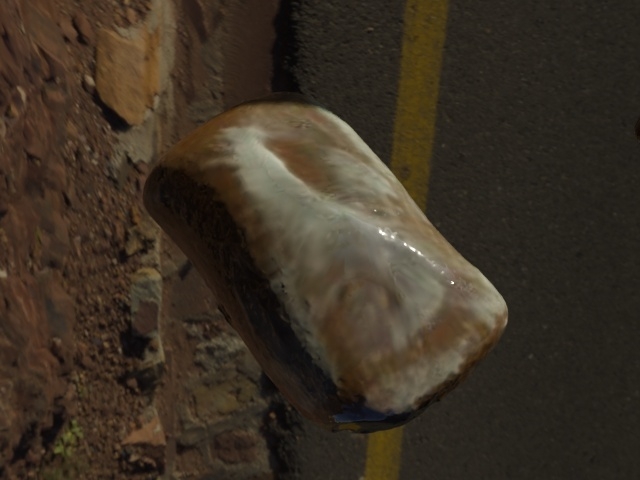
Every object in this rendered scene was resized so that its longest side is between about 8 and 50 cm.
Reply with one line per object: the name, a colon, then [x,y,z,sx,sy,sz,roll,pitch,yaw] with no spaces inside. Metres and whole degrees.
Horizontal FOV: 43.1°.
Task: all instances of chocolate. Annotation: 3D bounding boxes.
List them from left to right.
chocolate: [0.002,-0.002,0.535,0.157,0.254,0.080,-34,160,-18]

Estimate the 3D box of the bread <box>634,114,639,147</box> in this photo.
bread: [0.426,-0.066,0.781,0.212,0.224,0.142,40,83,-28]
